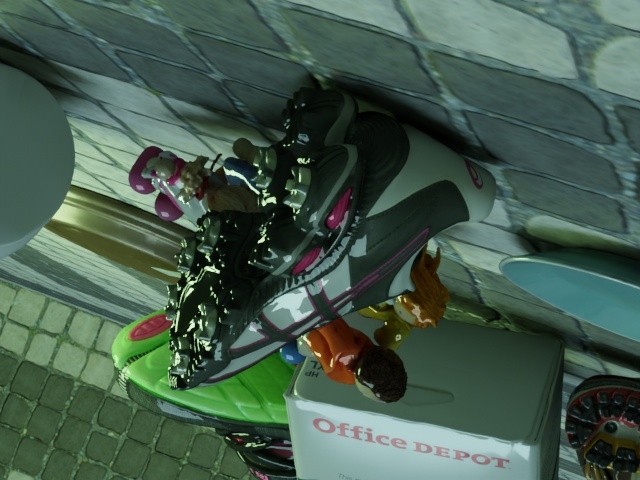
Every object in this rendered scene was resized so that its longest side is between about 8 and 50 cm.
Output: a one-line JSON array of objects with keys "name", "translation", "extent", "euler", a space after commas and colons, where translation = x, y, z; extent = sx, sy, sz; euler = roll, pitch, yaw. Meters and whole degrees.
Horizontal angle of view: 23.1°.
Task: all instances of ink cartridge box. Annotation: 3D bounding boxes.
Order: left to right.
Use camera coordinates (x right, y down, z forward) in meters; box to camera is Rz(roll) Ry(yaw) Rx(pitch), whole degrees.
[{"name": "ink cartridge box", "translation": [0.103, 0.216, 1.447], "extent": [0.223, 0.129, 0.307], "euler": [10, 136, 16]}]

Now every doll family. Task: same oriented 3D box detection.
[{"name": "doll family", "translation": [0.000, 0.000, 1.061], "extent": [0.263, 0.118, 0.163], "euler": [49, 164, -31]}]

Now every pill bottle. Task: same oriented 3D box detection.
[{"name": "pill bottle", "translation": [-0.271, -0.056, 1.142], "extent": [0.153, 0.153, 0.265], "euler": [25, 170, -22]}]

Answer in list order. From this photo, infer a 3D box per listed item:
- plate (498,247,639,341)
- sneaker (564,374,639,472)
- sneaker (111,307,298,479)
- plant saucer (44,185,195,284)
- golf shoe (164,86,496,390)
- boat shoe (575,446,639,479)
[{"name": "plate", "translation": [0.205, 0.039, 0.997], "extent": [0.188, 0.024, 0.188], "euler": [21, 172, 3]}, {"name": "sneaker", "translation": [0.320, 0.159, 1.333], "extent": [0.225, 0.088, 0.092], "euler": [17, -162, 2]}, {"name": "sneaker", "translation": [-0.041, 0.205, 1.779], "extent": [0.483, 0.202, 0.185], "euler": [20, -153, -41]}, {"name": "plant saucer", "translation": [-0.200, 0.003, 1.721], "extent": [0.278, 0.041, 0.278], "euler": [20, 171, 3]}, {"name": "golf shoe", "translation": [-0.009, 0.022, 0.904], "extent": [0.120, 0.105, 0.273], "euler": [13, 149, -23]}, {"name": "boat shoe", "translation": [0.323, 0.237, 1.640], "extent": [0.123, 0.123, 0.342], "euler": [17, 177, 19]}]
